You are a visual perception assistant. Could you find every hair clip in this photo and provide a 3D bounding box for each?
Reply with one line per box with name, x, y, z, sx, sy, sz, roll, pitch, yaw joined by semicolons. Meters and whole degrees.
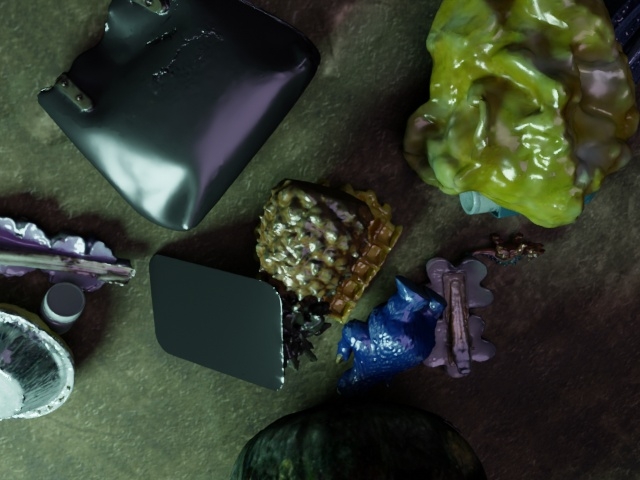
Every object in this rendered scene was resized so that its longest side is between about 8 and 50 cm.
hair clip;0.246;0.145;1.187;0.146;0.075;0.256;-6;105;7
hair clip;-0.425;0.021;0.972;0.292;0.084;0.106;11;103;-23

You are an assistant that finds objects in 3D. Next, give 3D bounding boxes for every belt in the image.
belt;0.476;-0.309;1.049;0.122;0.128;0.218;34;97;-22

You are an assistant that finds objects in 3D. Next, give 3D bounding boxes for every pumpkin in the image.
pumpkin;0.064;0.452;1.091;0.455;0.344;0.454;4;140;3

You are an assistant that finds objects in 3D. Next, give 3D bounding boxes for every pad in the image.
pad;-0.166;0.124;1.005;0.004;0.267;0.181;-27;123;-53

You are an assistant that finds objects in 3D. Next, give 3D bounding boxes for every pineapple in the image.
pineapple;-0.040;0.079;0.985;0.169;0.169;0.340;14;106;-18

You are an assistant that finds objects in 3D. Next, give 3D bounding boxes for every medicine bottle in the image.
medicine bottle;-0.396;0.105;0.991;0.058;0.058;0.091;24;145;-21
medicine bottle;0.370;-0.108;1.121;0.258;0.079;0.124;-11;115;-9

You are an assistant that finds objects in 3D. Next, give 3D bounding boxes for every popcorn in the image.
popcorn;0.295;-0.211;0.972;0.294;0.292;0.334;15;99;-31

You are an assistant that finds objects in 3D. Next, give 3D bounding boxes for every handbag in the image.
handbag;-0.206;-0.210;0.911;0.288;0.152;0.342;37;94;-11

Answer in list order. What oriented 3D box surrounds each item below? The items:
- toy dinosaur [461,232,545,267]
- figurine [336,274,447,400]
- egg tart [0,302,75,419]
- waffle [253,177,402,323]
toy dinosaur;0.331;0.019;1.174;0.154;0.049;0.055;-6;126;-1
figurine;0.115;0.185;1.117;0.164;0.120;0.262;11;119;-26
egg tart;-0.488;0.194;0.974;0.234;0.094;0.234;2;123;3
waffle;0.000;0.000;1.077;0.219;0.057;0.229;26;102;-20
